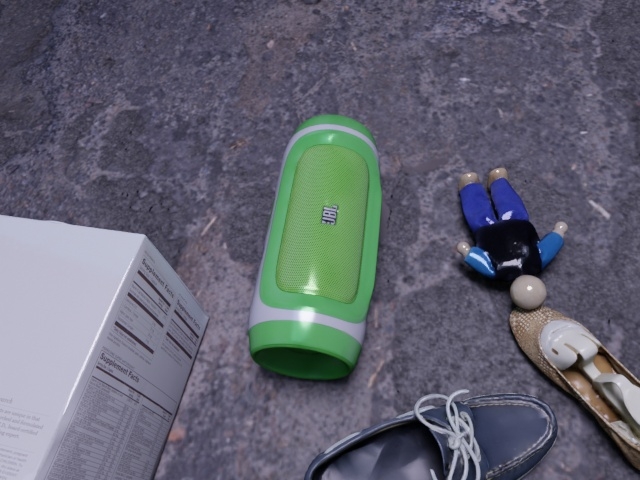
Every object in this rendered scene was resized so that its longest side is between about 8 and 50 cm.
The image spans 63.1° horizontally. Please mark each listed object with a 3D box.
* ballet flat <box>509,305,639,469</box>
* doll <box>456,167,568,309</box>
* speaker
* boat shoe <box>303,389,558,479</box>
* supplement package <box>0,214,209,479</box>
[{"bbox_3d":[0.276,0.132,0.518,0.073,0.067,0.206,-35,60,-11],"label":"ballet flat"},{"bbox_3d":[0.221,-0.006,0.609,0.129,0.046,0.189,-8,51,4],"label":"doll"},{"bbox_3d":[0.000,0.000,0.605,0.131,0.131,0.297,3,59,10],"label":"speaker"},{"bbox_3d":[0.107,0.199,0.494,0.254,0.079,0.095,-13,58,0],"label":"boat shoe"},{"bbox_3d":[-0.267,0.141,0.513,0.199,0.198,0.263,7,60,13],"label":"supplement package"}]
